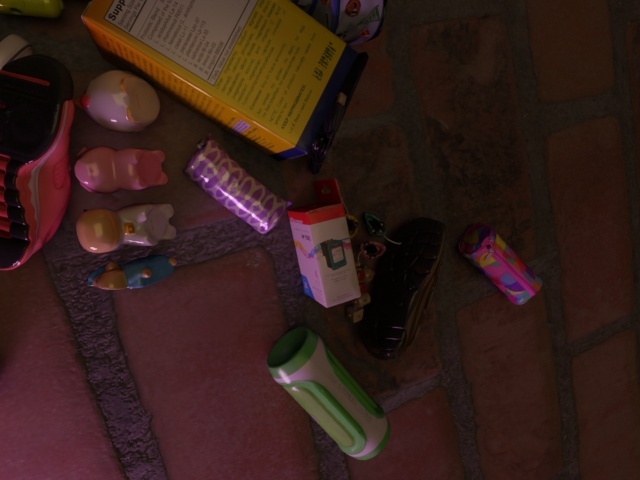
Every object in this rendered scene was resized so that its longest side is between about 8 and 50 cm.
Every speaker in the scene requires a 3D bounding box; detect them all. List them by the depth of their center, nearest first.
[{"bbox_3d":[0.022,0.320,0.848,0.131,0.131,0.296,-42,108,-12],"label":"speaker"}]

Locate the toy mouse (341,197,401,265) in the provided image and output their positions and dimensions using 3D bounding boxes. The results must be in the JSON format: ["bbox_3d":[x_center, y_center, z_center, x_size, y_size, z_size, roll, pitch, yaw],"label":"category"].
[{"bbox_3d":[0.104,-0.005,0.872,0.143,0.031,0.161,14,53,-20],"label":"toy mouse"}]

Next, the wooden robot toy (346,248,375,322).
[{"bbox_3d":[0.092,0.089,0.886,0.079,0.076,0.173,-13,100,-30],"label":"wooden robot toy"}]

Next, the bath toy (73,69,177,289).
[{"bbox_3d":[-0.339,-0.098,0.678,0.129,0.151,0.348,2,98,22],"label":"bath toy"}]

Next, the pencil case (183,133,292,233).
[{"bbox_3d":[-0.156,-0.101,0.766,0.206,0.086,0.088,42,57,-21],"label":"pencil case"}]

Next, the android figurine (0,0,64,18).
[{"bbox_3d":[-0.444,-0.467,0.618,0.273,0.056,0.248,-5,89,-18],"label":"android figurine"}]

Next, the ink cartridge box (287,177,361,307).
[{"bbox_3d":[0.000,0.000,0.805,0.078,0.134,0.230,-15,100,-18],"label":"ink cartridge box"}]

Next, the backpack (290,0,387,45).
[{"bbox_3d":[0.005,-0.470,0.701,0.213,0.276,0.263,-20,115,-12],"label":"backpack"}]

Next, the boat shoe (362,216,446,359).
[{"bbox_3d":[0.194,0.108,0.911,0.120,0.123,0.323,29,84,-53],"label":"boat shoe"}]

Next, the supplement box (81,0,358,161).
[{"bbox_3d":[-0.156,-0.308,0.681,0.357,0.195,0.194,28,86,-21],"label":"supplement box"}]

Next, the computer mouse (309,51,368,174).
[{"bbox_3d":[0.024,-0.262,0.770,0.060,0.184,0.261,23,88,-3],"label":"computer mouse"}]

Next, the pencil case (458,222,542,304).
[{"bbox_3d":[0.439,0.059,0.998,0.236,0.104,0.104,38,82,-21],"label":"pencil case"}]

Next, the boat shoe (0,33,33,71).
[{"bbox_3d":[-0.491,-0.183,0.631,0.084,0.095,0.258,27,96,-25],"label":"boat shoe"}]

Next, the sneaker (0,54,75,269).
[{"bbox_3d":[-0.436,-0.118,0.614,0.116,0.136,0.313,20,102,-8],"label":"sneaker"}]
